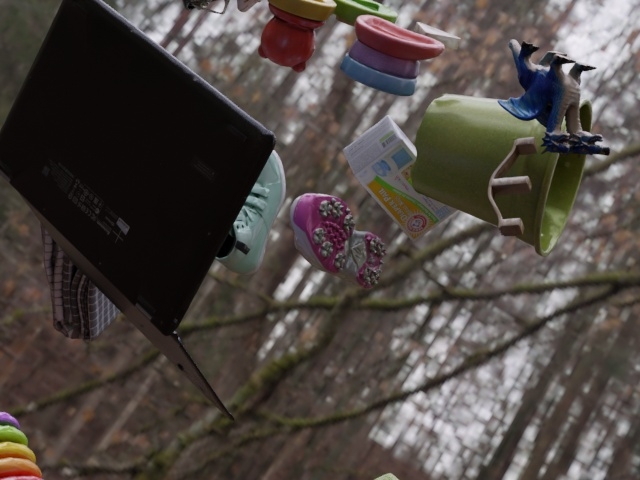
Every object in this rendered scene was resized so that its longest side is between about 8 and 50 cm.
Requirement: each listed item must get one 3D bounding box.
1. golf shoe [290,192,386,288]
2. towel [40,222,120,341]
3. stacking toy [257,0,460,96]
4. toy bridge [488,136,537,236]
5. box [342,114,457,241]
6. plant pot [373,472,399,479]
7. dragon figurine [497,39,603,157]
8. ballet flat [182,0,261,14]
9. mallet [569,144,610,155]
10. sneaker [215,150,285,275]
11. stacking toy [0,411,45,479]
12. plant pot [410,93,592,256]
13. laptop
[{"bbox_3d":[0.000,0.000,1.944,0.140,0.115,0.306,13,-16,28],"label":"golf shoe"},{"bbox_3d":[-0.365,0.011,1.968,0.121,0.235,0.284,16,-53,16],"label":"towel"},{"bbox_3d":[0.067,-0.328,1.976,0.309,0.130,0.279,29,22,24],"label":"stacking toy"},{"bbox_3d":[0.293,-0.085,1.778,0.063,0.188,0.026,-5,-41,27],"label":"toy bridge"},{"bbox_3d":[0.151,-0.113,2.149,0.203,0.114,0.103,46,13,-32],"label":"box"},{"bbox_3d":[0.085,0.570,1.971,0.227,0.207,0.228,42,-53,39],"label":"plant pot"},{"bbox_3d":[0.333,-0.221,1.763,0.085,0.144,0.289,10,18,-33],"label":"dragon figurine"},{"bbox_3d":[-0.156,-0.430,2.029,0.188,0.070,0.070,1,-33,17],"label":"ballet flat"},{"bbox_3d":[0.402,-0.165,1.985,0.189,0.039,0.062,-1,-37,10],"label":"mallet"},{"bbox_3d":[-0.142,-0.068,2.182,0.094,0.256,0.151,8,-8,20],"label":"sneaker"},{"bbox_3d":[-0.527,0.339,1.843,0.166,0.175,0.302,-56,-135,42],"label":"stacking toy"},{"bbox_3d":[0.302,-0.138,1.975,0.254,0.276,0.276,18,-27,21],"label":"plant pot"},{"bbox_3d":[-0.208,-0.039,1.448,0.382,0.408,0.236,39,19,30],"label":"laptop"}]
